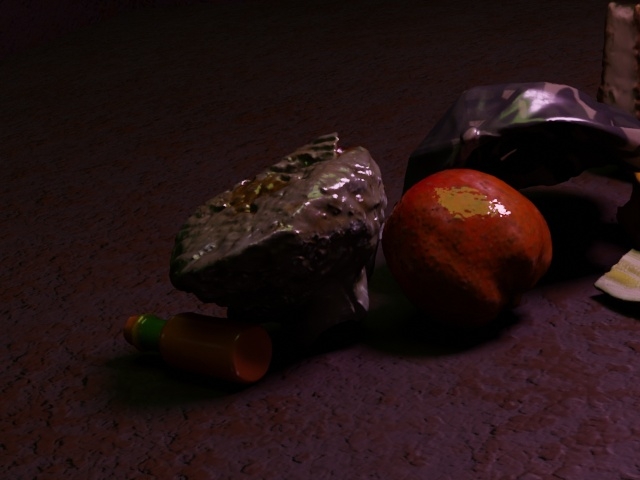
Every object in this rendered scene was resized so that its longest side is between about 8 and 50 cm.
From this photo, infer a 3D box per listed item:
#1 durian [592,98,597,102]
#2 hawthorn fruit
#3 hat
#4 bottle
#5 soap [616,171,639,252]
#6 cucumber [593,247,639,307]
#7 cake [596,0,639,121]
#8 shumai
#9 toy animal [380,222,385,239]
[{"bbox_3d":[0.441,-0.167,2.116,0.215,0.086,0.100,11,-8,37],"label":"durian"},{"bbox_3d":[0.159,0.007,1.504,0.189,0.189,0.189,-6,18,2],"label":"hawthorn fruit"},{"bbox_3d":[0.250,-0.136,1.716,0.366,0.257,0.381,-21,30,19],"label":"hat"},{"bbox_3d":[-0.141,0.110,1.476,0.187,0.069,0.069,8,24,37],"label":"bottle"},{"bbox_3d":[0.481,-0.027,1.606,0.204,0.096,0.324,-6,18,2],"label":"soap"},{"bbox_3d":[0.360,0.052,1.507,0.067,0.035,0.107,-41,24,-5],"label":"cucumber"},{"bbox_3d":[0.574,-0.231,1.916,0.256,0.282,0.290,-9,16,-33],"label":"cake"},{"bbox_3d":[-0.023,0.027,1.481,0.256,0.218,0.189,-28,34,6],"label":"shumai"},{"bbox_3d":[0.003,0.004,1.788,0.217,0.041,0.075,-7,16,-13],"label":"toy animal"}]
